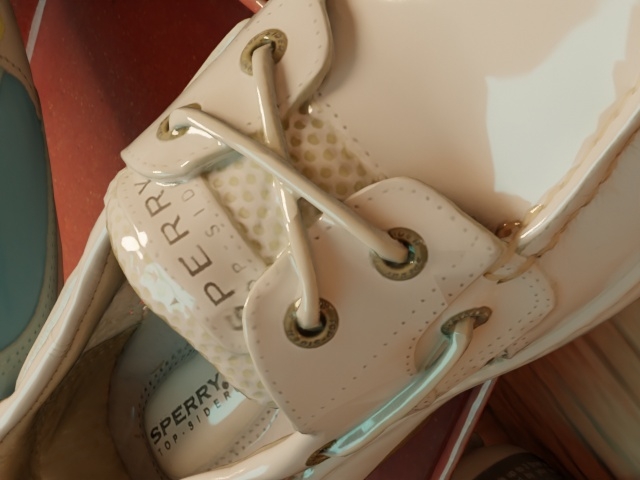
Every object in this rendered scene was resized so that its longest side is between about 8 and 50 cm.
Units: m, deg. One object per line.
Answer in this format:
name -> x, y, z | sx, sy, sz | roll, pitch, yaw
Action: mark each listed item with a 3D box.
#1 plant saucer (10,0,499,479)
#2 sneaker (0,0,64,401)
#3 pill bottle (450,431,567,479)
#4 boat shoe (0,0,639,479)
plant saucer -> -0.052, 0.027, 0.525 | 0.259, 0.047, 0.258 | 42, 126, 32
sneaker -> -0.132, -0.108, 0.426 | 0.208, 0.127, 0.319 | -45, 65, 57
pill bottle -> 0.064, 0.114, 0.520 | 0.137, 0.078, 0.078 | 38, 152, 30
boat shoe -> 0.000, 0.000, 0.363 | 0.098, 0.096, 0.277 | 55, 132, 21
